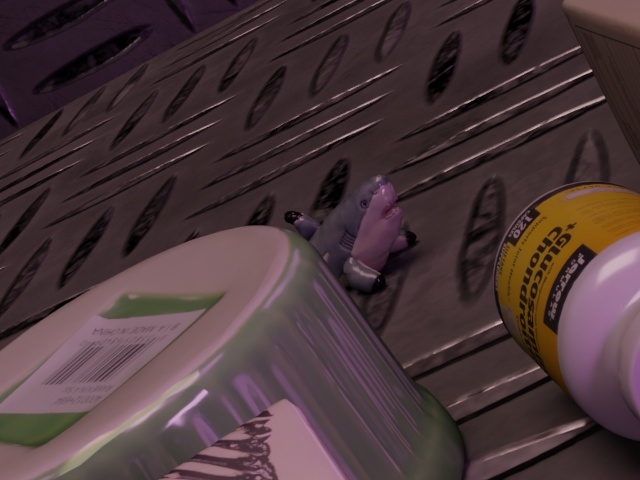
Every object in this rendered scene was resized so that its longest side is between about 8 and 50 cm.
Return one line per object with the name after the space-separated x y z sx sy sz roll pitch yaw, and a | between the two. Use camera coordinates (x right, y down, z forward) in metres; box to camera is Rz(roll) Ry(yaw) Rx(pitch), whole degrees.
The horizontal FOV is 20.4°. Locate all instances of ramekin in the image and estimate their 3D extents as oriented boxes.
-0.089 0.122 0.957 0.303 0.148 0.303 -29 16 9 | ramekin

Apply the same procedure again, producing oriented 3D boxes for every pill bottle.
0.154 0.036 0.857 0.103 0.103 0.184 -32 16 -2 | pill bottle

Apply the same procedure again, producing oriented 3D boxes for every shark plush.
0.000 0.000 1.302 0.161 0.067 0.073 -14 24 46 | shark plush

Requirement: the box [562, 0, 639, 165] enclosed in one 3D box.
0.253 -0.083 0.961 0.121 0.148 0.311 -31 17 -2 | box

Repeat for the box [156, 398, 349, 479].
-0.089 0.189 0.677 0.275 0.094 0.113 -33 40 -6 | box
